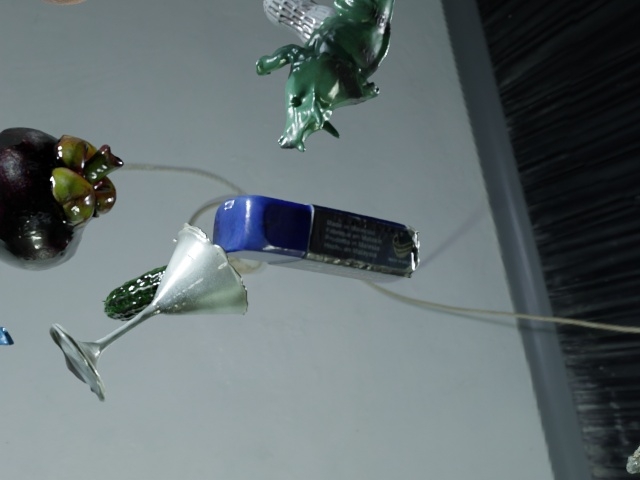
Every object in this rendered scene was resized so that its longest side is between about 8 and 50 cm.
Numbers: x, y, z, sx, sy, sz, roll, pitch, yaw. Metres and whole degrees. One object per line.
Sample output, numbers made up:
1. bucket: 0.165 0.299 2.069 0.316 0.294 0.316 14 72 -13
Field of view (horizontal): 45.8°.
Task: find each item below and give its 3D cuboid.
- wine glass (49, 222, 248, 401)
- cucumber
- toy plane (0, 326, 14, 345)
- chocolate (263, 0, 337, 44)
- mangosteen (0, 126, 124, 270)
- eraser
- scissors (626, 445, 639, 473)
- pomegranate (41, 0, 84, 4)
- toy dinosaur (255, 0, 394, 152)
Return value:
1. wine glass: -0.229 0.098 1.008 0.232 0.156 0.156 -35 95 -27
2. cucumber: -0.264 0.081 1.254 0.077 0.265 0.077 50 30 -43
3. toy plane: -0.500 0.123 0.862 0.254 0.105 0.271 -26 99 -13
4. chocolate: -0.017 -0.332 1.147 0.167 0.072 0.072 37 60 16
5. mangosteen: -0.501 -0.091 1.360 0.233 0.287 0.288 40 63 -8
6. eraser: 0.000 0.000 1.260 0.332 0.155 0.102 10 81 -30
7. scissors: 0.528 0.266 1.087 0.289 0.041 0.138 -18 64 -34
8. pomegranate: -0.428 -0.522 1.266 0.270 0.252 0.229 18 54 7
9. toy dinosaur: 0.019 -0.222 0.769 0.079 0.120 0.292 37 64 -57
